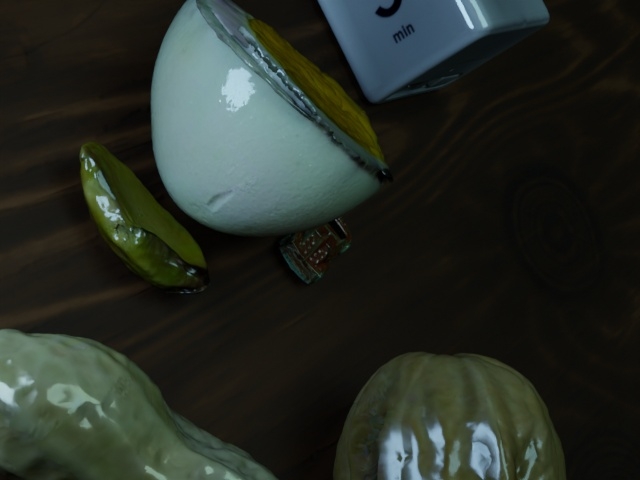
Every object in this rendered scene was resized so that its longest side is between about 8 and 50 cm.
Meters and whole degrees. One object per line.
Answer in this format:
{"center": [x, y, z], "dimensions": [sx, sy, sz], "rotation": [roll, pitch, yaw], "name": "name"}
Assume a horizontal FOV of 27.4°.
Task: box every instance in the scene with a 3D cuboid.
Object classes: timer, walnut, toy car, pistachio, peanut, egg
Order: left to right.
{"center": [-0.169, -0.010, 1.186], "dimensions": [0.173, 0.049, 0.089], "rotation": [48, 15, -13], "name": "pistachio"}
{"center": [-0.145, 0.181, 1.019], "dimensions": [0.313, 0.149, 0.149], "rotation": [46, 39, -18], "name": "peanut"}
{"center": [-0.072, -0.109, 1.280], "dimensions": [0.264, 0.174, 0.286], "rotation": [43, 13, -17], "name": "egg"}
{"center": [0.000, 0.000, 1.389], "dimensions": [0.059, 0.035, 0.122], "rotation": [51, 39, -6], "name": "toy car"}
{"center": [0.131, -0.301, 1.611], "dimensions": [0.192, 0.194, 0.195], "rotation": [-20, 84, -53], "name": "timer"}
{"center": [0.123, 0.232, 1.236], "dimensions": [0.225, 0.225, 0.261], "rotation": [16, 60, -43], "name": "walnut"}
